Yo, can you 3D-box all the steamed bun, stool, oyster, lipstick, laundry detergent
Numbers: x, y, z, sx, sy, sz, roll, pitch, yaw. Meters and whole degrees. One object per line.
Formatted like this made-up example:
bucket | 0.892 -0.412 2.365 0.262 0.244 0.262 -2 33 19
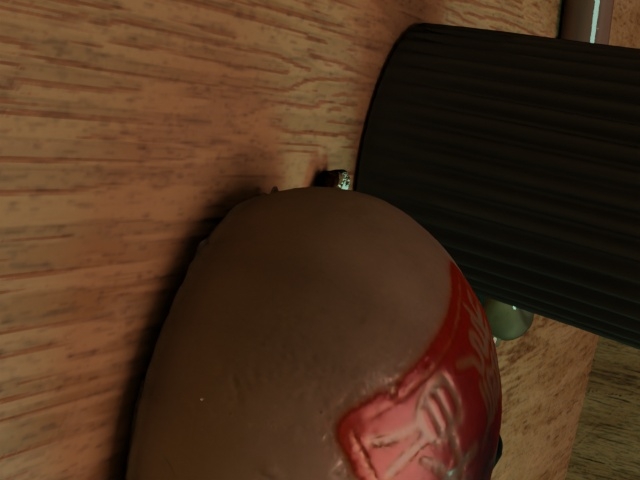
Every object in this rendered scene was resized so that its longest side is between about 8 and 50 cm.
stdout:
steamed bun | 0.013 0.151 1.393 0.374 0.241 0.374 16 90 -71
stool | 0.228 -0.066 1.757 0.297 0.330 0.297 14 90 -73
oyster | -0.001 0.000 1.584 0.132 0.029 0.086 -65 155 -25
lipstick | 0.374 -0.264 2.549 0.070 0.070 0.254 -57 155 -48
laundry detergent | 0.262 0.035 2.333 0.253 0.091 0.181 -62 169 -2

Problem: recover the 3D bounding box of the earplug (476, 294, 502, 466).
earplug | 0.107 0.178 1.951 0.280 0.163 0.257 -68 -157 15
